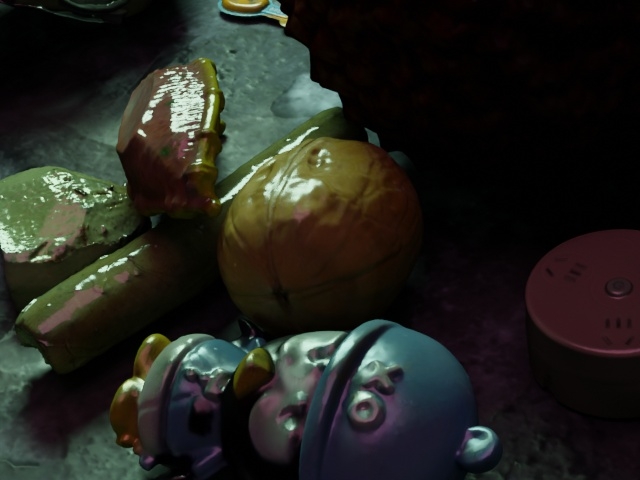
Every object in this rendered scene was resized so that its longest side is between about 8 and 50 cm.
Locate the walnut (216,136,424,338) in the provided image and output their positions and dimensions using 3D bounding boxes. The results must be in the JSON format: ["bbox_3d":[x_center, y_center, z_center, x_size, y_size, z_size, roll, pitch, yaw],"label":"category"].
[{"bbox_3d":[0.000,0.000,1.546,0.165,0.165,0.197,2,32,14],"label":"walnut"}]

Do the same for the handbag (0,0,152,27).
[{"bbox_3d":[-0.279,-0.327,1.917,0.301,0.149,0.283,6,46,-35],"label":"handbag"}]

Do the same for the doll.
[{"bbox_3d":[-0.009,0.135,1.406,0.314,0.141,0.177,7,55,27],"label":"doll"}]

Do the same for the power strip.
[{"bbox_3d":[0.240,0.063,1.486,0.154,0.078,0.154,-7,40,5],"label":"power strip"}]

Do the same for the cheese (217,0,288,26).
[{"bbox_3d":[-0.062,-0.243,1.956,0.111,0.017,0.047,20,51,30],"label":"cheese"}]

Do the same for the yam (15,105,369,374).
[{"bbox_3d":[-0.103,-0.002,1.634,0.371,0.083,0.083,-35,46,-26],"label":"yam"}]

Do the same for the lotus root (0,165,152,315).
[{"bbox_3d":[-0.230,-0.018,1.683,0.144,0.070,0.143,-21,42,-13],"label":"lotus root"}]

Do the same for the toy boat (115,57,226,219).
[{"bbox_3d":[-0.126,-0.091,1.650,0.099,0.141,0.318,28,12,-10],"label":"toy boat"}]

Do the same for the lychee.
[{"bbox_3d":[0.180,-0.247,1.601,0.424,0.425,0.500,-36,36,-27],"label":"lychee"}]
